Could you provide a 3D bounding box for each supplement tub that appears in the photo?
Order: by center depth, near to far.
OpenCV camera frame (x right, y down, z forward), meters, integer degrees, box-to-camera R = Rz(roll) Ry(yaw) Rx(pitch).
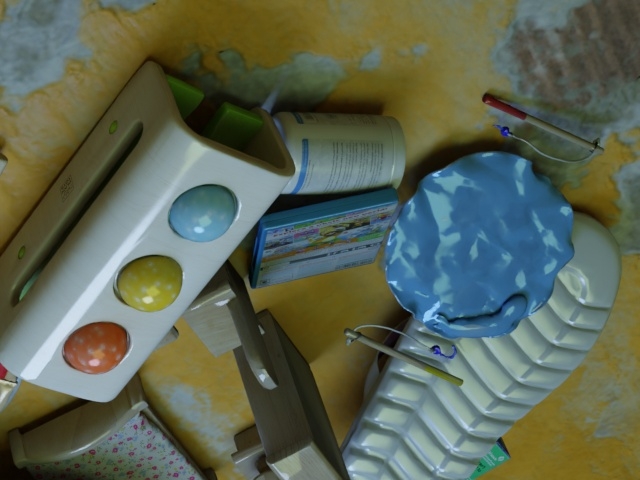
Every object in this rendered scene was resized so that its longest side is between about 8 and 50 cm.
[{"bbox_3d":[0.011,-0.073,1.515,0.107,0.071,0.071,1,132,-22],"label":"supplement tub"}]

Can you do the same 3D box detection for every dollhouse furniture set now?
[{"bbox_3d":[-0.170,0.221,1.661,0.355,0.174,0.303,-27,136,5],"label":"dollhouse furniture set"}]

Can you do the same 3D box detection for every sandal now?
[{"bbox_3d":[0.121,0.130,1.740,0.169,0.102,0.416,35,98,-22],"label":"sandal"}]

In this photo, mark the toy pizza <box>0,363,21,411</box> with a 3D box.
[{"bbox_3d":[-0.363,0.127,1.594,0.201,0.032,0.201,-11,136,-11],"label":"toy pizza"}]

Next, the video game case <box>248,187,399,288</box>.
[{"bbox_3d":[0.000,0.000,1.571,0.119,0.015,0.166,-12,163,-10],"label":"video game case"}]

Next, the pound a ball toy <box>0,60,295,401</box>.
[{"bbox_3d":[-0.194,0.010,1.462,0.208,0.136,0.319,21,120,-36],"label":"pound a ball toy"}]

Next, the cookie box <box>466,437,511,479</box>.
[{"bbox_3d":[0.126,0.205,1.822,0.107,0.092,0.040,-32,139,11],"label":"cookie box"}]

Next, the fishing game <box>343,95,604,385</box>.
[{"bbox_3d":[0.144,0.003,1.629,0.189,0.041,0.264,20,104,-26],"label":"fishing game"}]
